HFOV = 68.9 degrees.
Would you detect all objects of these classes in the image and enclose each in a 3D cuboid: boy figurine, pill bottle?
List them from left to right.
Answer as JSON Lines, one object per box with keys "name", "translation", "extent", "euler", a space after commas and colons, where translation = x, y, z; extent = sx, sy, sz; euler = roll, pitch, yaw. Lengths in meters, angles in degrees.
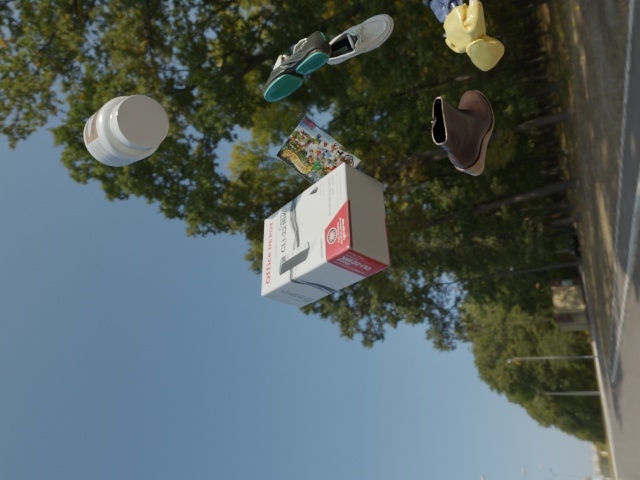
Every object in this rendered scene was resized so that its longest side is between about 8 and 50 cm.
{"name": "pill bottle", "translation": [-0.413, -0.234, 0.996], "extent": [0.131, 0.229, 0.131], "euler": [-1, -88, -38]}
{"name": "boy figurine", "translation": [0.403, -0.602, 1.294], "extent": [0.285, 0.092, 0.177], "euler": [56, 164, 10]}

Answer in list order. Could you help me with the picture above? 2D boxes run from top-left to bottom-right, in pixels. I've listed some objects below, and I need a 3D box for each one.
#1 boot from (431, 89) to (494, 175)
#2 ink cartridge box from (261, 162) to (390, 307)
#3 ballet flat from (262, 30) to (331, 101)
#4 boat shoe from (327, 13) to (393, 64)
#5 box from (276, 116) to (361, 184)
{"name": "boot", "translation": [0.335, -0.293, 1.109], "extent": [0.207, 0.090, 0.248], "euler": [25, -117, -45]}
{"name": "ink cartridge box", "translation": [0.000, 0.000, 0.966], "extent": [0.114, 0.273, 0.197], "euler": [22, -128, -35]}
{"name": "ballet flat", "translation": [-0.071, -0.509, 1.362], "extent": [0.095, 0.280, 0.096], "euler": [7, -111, -44]}
{"name": "boat shoe", "translation": [0.119, -0.658, 1.542], "extent": [0.095, 0.258, 0.084], "euler": [61, -152, -8]}
{"name": "box", "translation": [-0.007, -0.271, 1.534], "extent": [0.233, 0.159, 0.044], "euler": [37, -178, -7]}
